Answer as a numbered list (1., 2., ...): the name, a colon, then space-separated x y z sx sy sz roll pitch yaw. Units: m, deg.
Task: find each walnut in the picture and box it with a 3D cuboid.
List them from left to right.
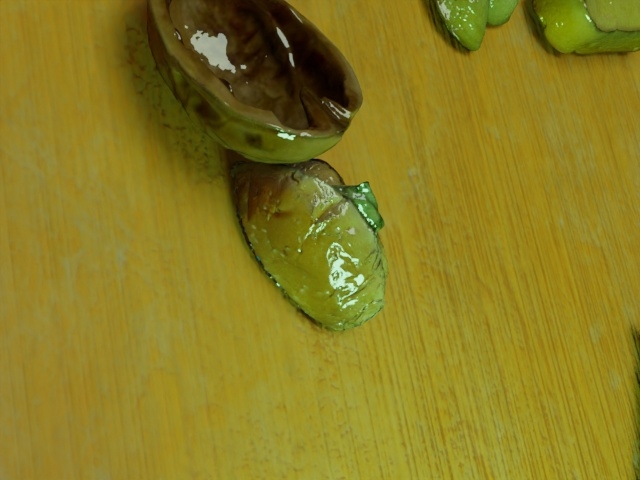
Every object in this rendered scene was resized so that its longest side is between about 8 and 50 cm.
1. walnut: -0.065 -0.135 0.914 0.167 0.087 0.211 -24 68 -44

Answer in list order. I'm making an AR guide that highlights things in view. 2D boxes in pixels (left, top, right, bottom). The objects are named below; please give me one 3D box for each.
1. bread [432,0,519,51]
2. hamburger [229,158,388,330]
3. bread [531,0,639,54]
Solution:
1. bread: 0.182 -0.294 1.246 0.149 0.065 0.188 30 50 -34
2. hamburger: 0.000 -0.005 0.909 0.087 0.102 0.176 -39 98 -33
3. bread: 0.359 -0.288 1.383 0.245 0.094 0.102 -13 88 -44
